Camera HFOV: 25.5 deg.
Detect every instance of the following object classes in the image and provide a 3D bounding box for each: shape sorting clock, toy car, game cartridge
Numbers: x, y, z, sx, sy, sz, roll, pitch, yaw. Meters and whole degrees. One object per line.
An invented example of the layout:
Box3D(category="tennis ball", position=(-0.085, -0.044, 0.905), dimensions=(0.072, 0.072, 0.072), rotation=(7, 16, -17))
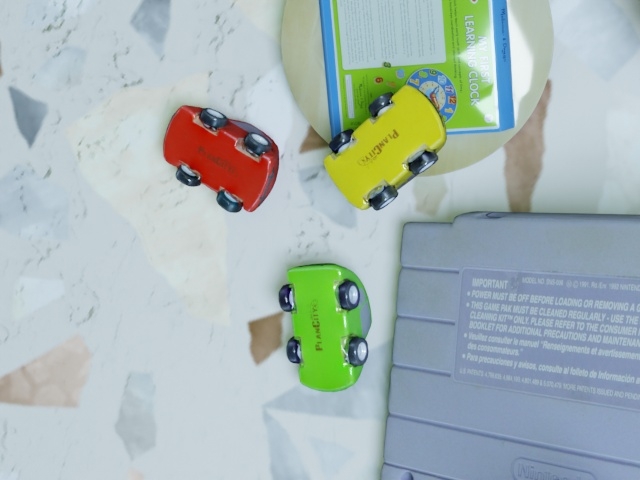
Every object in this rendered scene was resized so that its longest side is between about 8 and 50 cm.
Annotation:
Box3D(category="shape sorting clock", position=(0.072, -0.151, 1.069), dimensions=(0.206, 0.040, 0.206), rotation=(3, 103, 12))
Box3D(category="toy car", position=(0.000, 0.000, 1.068), dimensions=(0.239, 0.053, 0.225), rotation=(-3, 98, 30))
Box3D(category="game cartridge", position=(0.177, 0.097, 0.936), dimensions=(0.355, 0.068, 0.230), rotation=(4, 84, 53))
